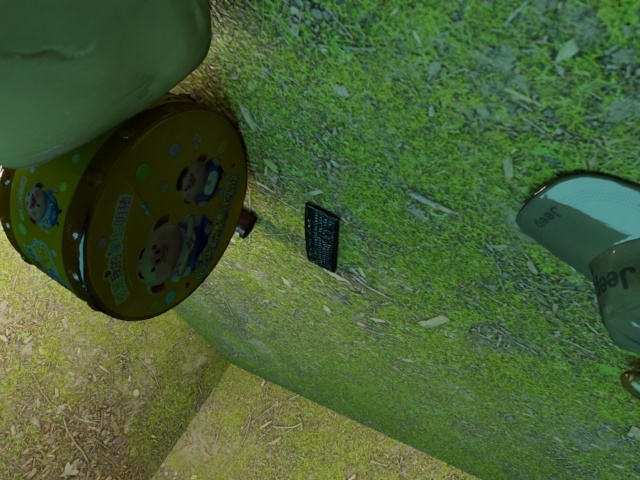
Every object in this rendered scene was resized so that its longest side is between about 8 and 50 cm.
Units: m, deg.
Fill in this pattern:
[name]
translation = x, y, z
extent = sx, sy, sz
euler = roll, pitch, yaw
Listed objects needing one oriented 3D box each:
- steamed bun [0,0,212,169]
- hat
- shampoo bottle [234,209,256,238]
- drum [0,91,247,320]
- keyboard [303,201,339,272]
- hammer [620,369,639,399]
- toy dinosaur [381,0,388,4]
[steamed bun]
translation = -0.325, -0.264, 0.601
extent = 0.290, 0.371, 0.456
euler = 48, 168, -2
[hat]
translation = 0.368, 0.044, 0.667
extent = 0.245, 0.149, 0.214
euler = 19, 153, 7
[shampoo bottle]
translation = -0.271, -0.087, 1.281
extent = 0.236, 0.067, 0.068
euler = 31, 145, 9
[drum]
translation = -0.340, -0.082, 0.968
extent = 0.214, 0.431, 0.431
euler = 25, 153, 21
[keyboard]
translation = 0.000, 0.000, 1.160
extent = 0.087, 0.017, 0.250
euler = 26, 155, 13
[hammer]
translation = 0.636, 0.302, 0.832
extent = 0.306, 0.113, 0.201
euler = 30, 152, 21
[toy dinosaur]
translation = 0.053, -0.347, 0.424
extent = 0.117, 0.070, 0.288
euler = 39, 153, 16
